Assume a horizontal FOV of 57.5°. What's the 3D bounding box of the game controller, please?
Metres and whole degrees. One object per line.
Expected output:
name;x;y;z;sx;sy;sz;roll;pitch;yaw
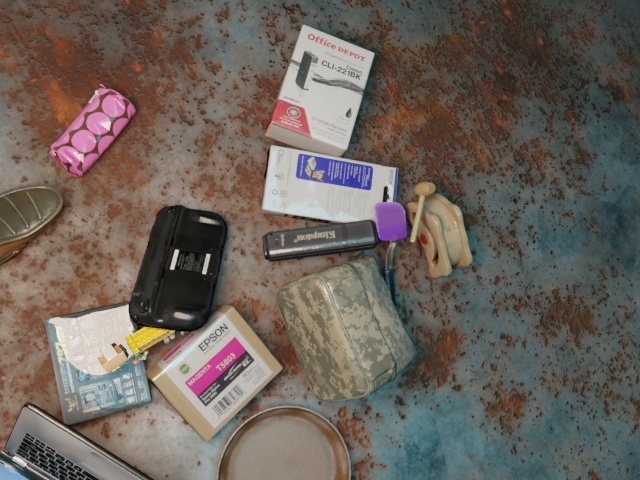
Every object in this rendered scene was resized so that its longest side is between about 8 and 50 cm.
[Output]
game controller;-0.306;0.053;1.282;0.167;0.067;0.319;14;51;-11

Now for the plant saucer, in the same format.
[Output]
plant saucer;-0.084;0.538;1.346;0.311;0.050;0.310;2;82;-13

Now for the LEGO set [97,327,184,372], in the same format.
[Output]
LEGO set;-0.355;0.186;1.271;0.132;0.107;0.287;15;53;8

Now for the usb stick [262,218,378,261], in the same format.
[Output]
usb stick;0.000;0.000;1.409;0.278;0.045;0.077;-7;70;0

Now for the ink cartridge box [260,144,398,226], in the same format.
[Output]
ink cartridge box;0.024;-0.126;1.455;0.333;0.065;0.165;9;81;-12

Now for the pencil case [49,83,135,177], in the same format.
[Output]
pencil case;-0.520;-0.249;1.322;0.098;0.095;0.209;46;69;-41

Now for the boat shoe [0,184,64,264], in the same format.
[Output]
boat shoe;-0.686;-0.013;1.243;0.307;0.104;0.110;-34;83;-14

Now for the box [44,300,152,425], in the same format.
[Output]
box;-0.483;0.264;1.275;0.184;0.059;0.232;-12;85;-18

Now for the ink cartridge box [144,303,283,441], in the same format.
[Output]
ink cartridge box;-0.233;0.289;1.296;0.235;0.088;0.193;-43;106;-21

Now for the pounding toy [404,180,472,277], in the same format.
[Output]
pounding toy;0.261;-0.023;1.468;0.155;0.154;0.269;-23;108;-16

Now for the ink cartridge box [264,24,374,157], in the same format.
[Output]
ink cartridge box;-0.001;-0.366;1.455;0.197;0.114;0.272;18;78;-11

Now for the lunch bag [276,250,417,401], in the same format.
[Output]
lunch bag;0.080;0.194;1.351;0.256;0.213;0.305;-21;87;-41

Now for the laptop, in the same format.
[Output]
laptop;-0.519;0.580;1.141;0.382;0.408;0.236;35;42;-8

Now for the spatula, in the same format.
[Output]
spatula;0.175;0.052;1.451;0.084;0.030;0.296;-6;104;-19
